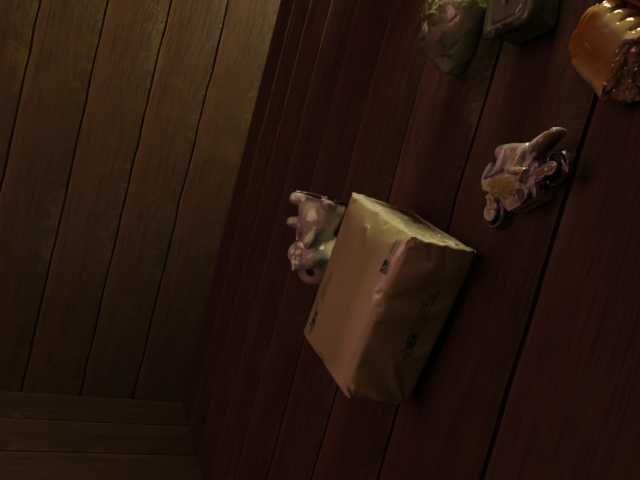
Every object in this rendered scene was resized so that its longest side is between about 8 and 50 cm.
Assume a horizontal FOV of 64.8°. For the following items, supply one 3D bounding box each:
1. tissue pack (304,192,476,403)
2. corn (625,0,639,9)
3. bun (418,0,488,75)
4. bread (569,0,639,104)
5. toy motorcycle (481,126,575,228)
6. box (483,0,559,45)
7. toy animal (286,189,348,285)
[{"bbox_3d":[0.135,0.122,1.118,0.297,0.207,0.380,44,118,61],"label":"tissue pack"},{"bbox_3d":[0.483,-0.424,0.780,0.093,0.093,0.244,-60,30,33],"label":"corn"},{"bbox_3d":[0.287,-0.478,1.118,0.212,0.127,0.203,93,-177,-65],"label":"bun"},{"bbox_3d":[0.456,-0.291,0.771,0.119,0.084,0.177,100,163,-49],"label":"bread"},{"bbox_3d":[0.362,-0.121,0.919,0.228,0.074,0.151,127,142,-59],"label":"toy motorcycle"},{"bbox_3d":[0.399,-0.471,0.982,0.124,0.093,0.172,3,82,64],"label":"box"},{"bbox_3d":[-0.004,-0.017,1.538,0.249,0.174,0.289,50,123,46],"label":"toy animal"}]
